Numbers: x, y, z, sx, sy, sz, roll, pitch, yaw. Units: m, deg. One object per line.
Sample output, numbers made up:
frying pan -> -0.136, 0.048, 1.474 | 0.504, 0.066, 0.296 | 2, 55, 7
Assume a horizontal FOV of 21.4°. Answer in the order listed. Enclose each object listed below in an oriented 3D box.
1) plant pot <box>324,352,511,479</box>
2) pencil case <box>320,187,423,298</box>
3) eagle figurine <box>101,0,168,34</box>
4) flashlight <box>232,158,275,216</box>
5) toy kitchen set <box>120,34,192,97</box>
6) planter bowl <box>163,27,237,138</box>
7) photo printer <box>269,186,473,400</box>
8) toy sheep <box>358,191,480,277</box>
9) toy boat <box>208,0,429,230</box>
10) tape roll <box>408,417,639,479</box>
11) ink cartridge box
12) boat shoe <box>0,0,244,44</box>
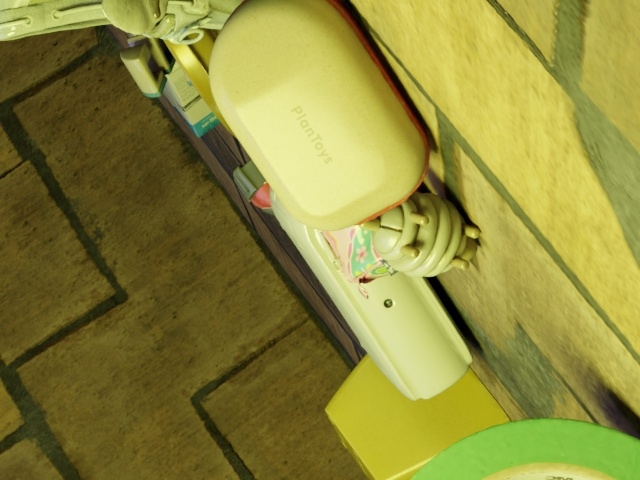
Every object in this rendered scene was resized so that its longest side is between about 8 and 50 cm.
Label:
plant pot -> 0.128, 0.249, 2.301 | 0.212, 0.187, 0.212 | 52, 173, 25
pencil case -> 0.009, -0.084, 1.745 | 0.284, 0.124, 0.124 | 55, 174, 7
eagle figurine -> -0.221, -0.376, 1.689 | 0.298, 0.225, 0.226 | 42, -178, 19
flashlight -> 0.000, 0.000, 2.391 | 0.304, 0.103, 0.103 | 54, -160, 7
toy kitchen set -> -0.160, -0.273, 2.339 | 0.122, 0.166, 0.207 | 60, -151, -33
planter bowl -> -0.124, -0.237, 2.090 | 0.217, 0.090, 0.217 | 54, 173, 9
photo printer -> 0.049, 0.029, 2.078 | 0.307, 0.107, 0.256 | 56, 177, -13
toy sheep -> 0.094, -0.006, 1.617 | 0.132, 0.091, 0.091 | 18, -165, -30
toy boat -> 0.004, -0.134, 1.567 | 0.231, 0.151, 0.151 | 57, -157, -15
tape roll -> 0.198, 0.315, 1.455 | 0.321, 0.321, 0.077 | 53, 174, 24
ink cartridge box -> -0.221, -0.278, 2.662 | 0.148, 0.086, 0.203 | 52, 173, 25
boat shoe -> -0.209, -0.252, 1.822 | 0.118, 0.320, 0.103 | -4, 85, 48
